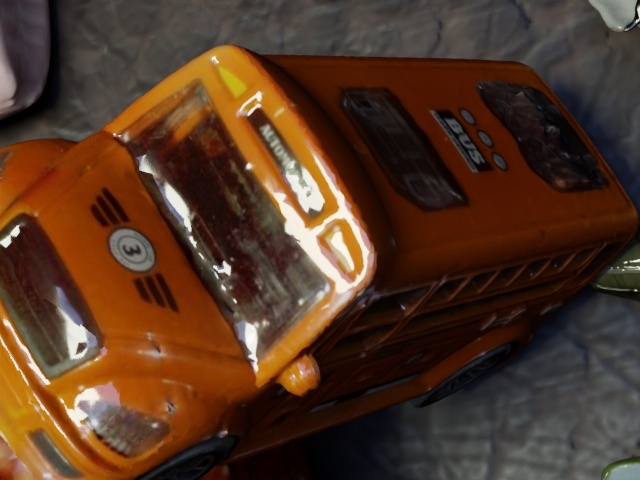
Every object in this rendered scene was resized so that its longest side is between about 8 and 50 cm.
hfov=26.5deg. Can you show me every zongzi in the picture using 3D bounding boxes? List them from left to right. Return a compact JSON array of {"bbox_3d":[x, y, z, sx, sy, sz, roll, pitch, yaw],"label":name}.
[{"bbox_3d":[0.179,0.029,0.693,0.076,0.040,0.083,-21,93,18],"label":"zongzi"}]

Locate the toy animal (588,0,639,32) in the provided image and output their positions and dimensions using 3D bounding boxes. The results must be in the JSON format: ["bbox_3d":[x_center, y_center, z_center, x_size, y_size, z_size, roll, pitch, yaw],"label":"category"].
[{"bbox_3d":[0.160,-0.205,0.696,0.127,0.131,0.181,36,101,40],"label":"toy animal"}]

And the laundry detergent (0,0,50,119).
[{"bbox_3d":[-0.333,-0.119,0.830,0.335,0.088,0.159,-9,79,15],"label":"laundry detergent"}]

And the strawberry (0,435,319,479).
[{"bbox_3d":[-0.122,0.156,0.621,0.292,0.292,0.343,-9,81,14],"label":"strawberry"}]

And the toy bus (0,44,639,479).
[{"bbox_3d":[0.000,0.000,0.584,0.153,0.329,0.143,-43,69,33],"label":"toy bus"}]

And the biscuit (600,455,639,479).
[{"bbox_3d":[0.292,0.136,0.635,0.323,0.038,0.099,-7,82,15],"label":"biscuit"}]
